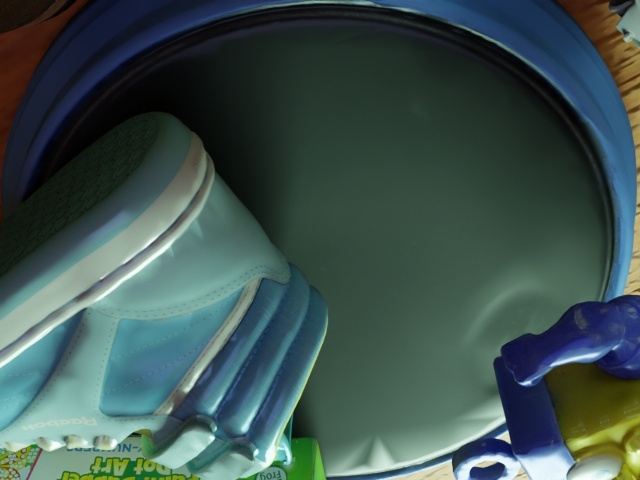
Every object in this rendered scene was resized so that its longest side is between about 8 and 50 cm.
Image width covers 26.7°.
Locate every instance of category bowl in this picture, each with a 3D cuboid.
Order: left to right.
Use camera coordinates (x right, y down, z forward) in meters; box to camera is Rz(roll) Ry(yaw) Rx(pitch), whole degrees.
[{"bbox_3d":[0.000,0.000,0.819,0.391,0.077,0.391,-1,126,-1],"label":"bowl"}]

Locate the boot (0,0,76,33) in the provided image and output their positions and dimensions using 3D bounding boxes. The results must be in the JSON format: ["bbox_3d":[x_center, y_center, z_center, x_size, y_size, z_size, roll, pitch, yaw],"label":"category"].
[{"bbox_3d":[-0.112,-0.214,0.624,0.112,0.115,0.305,36,118,2],"label":"boot"}]

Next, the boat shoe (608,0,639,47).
[{"bbox_3d":[0.188,-0.137,0.735,0.063,0.066,0.184,-17,127,24],"label":"boat shoe"}]

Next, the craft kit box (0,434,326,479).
[{"bbox_3d":[-0.110,0.215,0.929,0.247,0.061,0.250,-3,143,6],"label":"craft kit box"}]

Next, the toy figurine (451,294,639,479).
[{"bbox_3d":[0.177,0.088,0.773,0.217,0.191,0.362,-25,139,6],"label":"toy figurine"}]

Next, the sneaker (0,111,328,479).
[{"bbox_3d":[-0.134,0.093,0.759,0.319,0.127,0.208,-34,119,22],"label":"sneaker"}]
